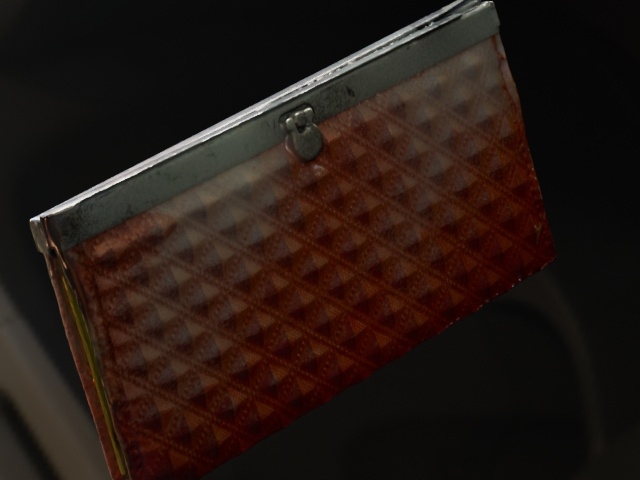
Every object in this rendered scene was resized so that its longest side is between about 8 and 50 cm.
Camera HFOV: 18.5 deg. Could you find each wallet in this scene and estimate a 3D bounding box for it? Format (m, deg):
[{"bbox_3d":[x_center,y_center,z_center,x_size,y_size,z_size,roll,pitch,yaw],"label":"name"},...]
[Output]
[{"bbox_3d":[0.000,0.000,0.641,0.020,0.196,0.103,9,120,48],"label":"wallet"}]
